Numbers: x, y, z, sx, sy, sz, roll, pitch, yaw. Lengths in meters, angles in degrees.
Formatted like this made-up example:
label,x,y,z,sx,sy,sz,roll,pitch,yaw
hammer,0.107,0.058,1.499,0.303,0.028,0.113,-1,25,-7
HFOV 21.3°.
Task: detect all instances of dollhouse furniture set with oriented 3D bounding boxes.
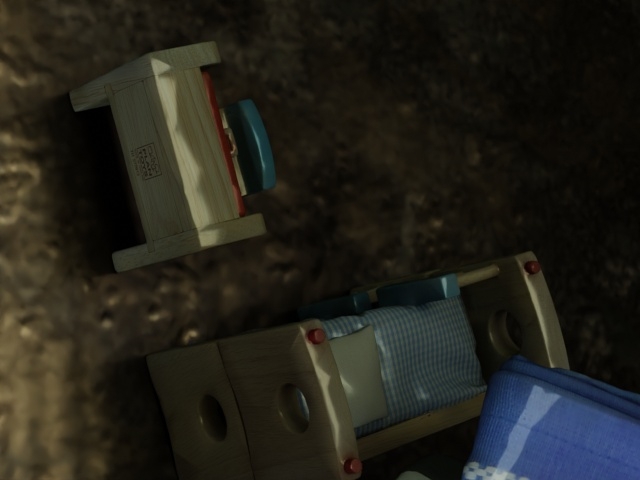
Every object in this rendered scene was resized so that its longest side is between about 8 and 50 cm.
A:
label,x,y,z,sx,sy,sz,roll,pitch,yaw
dollhouse furniture set,0.000,0.000,0.726,0.129,0.129,0.183,-16,91,-36

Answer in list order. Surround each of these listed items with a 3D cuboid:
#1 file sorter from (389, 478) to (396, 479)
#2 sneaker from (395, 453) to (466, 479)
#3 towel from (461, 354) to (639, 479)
label,x,y,z,sx,sy,sz,roll,pitch,yaw
file sorter,0.140,0.236,0.757,0.193,0.173,0.277,-5,85,-35
sneaker,-0.007,0.218,0.658,0.145,0.090,0.270,-6,115,-31
towel,0.127,0.231,0.621,0.243,0.040,0.336,22,72,-27
